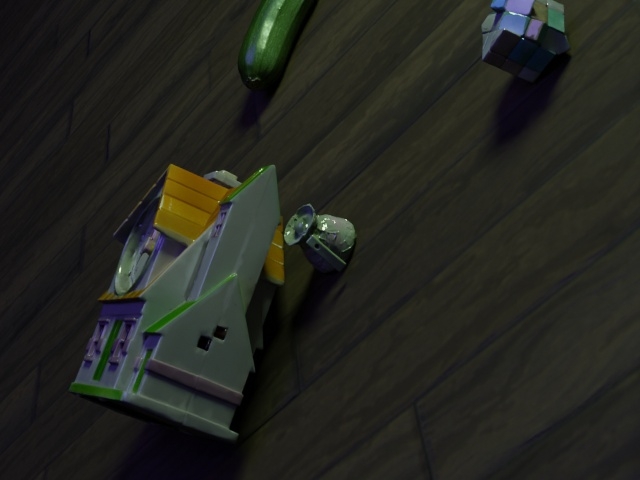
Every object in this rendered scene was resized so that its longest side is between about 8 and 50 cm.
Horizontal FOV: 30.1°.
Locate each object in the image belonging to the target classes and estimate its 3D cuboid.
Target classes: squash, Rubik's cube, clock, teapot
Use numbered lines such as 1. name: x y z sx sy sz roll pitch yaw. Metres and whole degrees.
1. squash: -0.059 -0.308 1.682 0.077 0.068 0.219 -6 57 66
2. Rubik's cube: 0.201 -0.211 1.172 0.073 0.075 0.084 125 143 -47
3. clock: -0.149 0.053 1.341 0.235 0.166 0.309 -9 58 63
4. teapot: 0.000 0.000 1.295 0.064 0.064 0.083 -51 29 15
